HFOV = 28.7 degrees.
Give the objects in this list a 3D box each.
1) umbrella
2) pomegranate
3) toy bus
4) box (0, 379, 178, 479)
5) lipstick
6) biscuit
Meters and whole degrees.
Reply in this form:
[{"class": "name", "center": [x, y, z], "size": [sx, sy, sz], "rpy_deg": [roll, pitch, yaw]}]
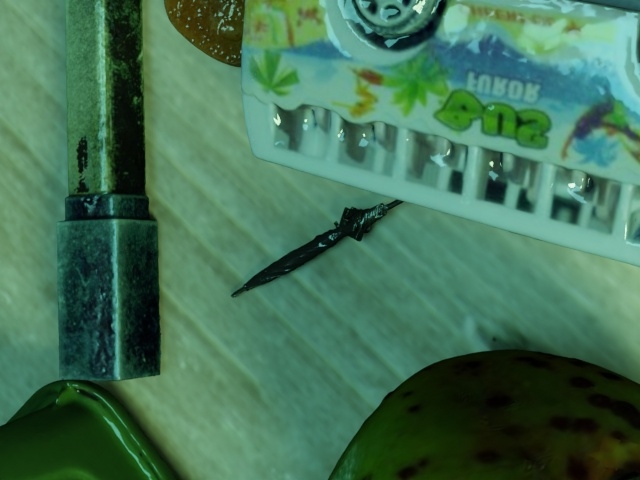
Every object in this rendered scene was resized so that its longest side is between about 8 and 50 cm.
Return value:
[{"class": "umbrella", "center": [0.000, 0.003, 0.748], "size": [0.148, 0.022, 0.022], "rpy_deg": [-34, 34, 24]}, {"class": "pomegranate", "center": [0.069, 0.173, 0.613], "size": [0.286, 0.231, 0.231], "rpy_deg": [-24, 80, 39]}, {"class": "toy bus", "center": [0.116, -0.073, 0.640], "size": [0.329, 0.109, 0.136], "rpy_deg": [17, 108, 26]}, {"class": "box", "center": [-0.169, 0.277, 0.754], "size": [0.253, 0.177, 0.329], "rpy_deg": [-48, 71, 22]}, {"class": "lipstick", "center": [-0.137, -0.068, 0.803], "size": [0.051, 0.051, 0.312], "rpy_deg": [-2, 88, 29]}, {"class": "biscuit", "center": [-0.056, -0.152, 0.775], "size": [0.091, 0.015, 0.078], "rpy_deg": [40, 107, 21]}]
